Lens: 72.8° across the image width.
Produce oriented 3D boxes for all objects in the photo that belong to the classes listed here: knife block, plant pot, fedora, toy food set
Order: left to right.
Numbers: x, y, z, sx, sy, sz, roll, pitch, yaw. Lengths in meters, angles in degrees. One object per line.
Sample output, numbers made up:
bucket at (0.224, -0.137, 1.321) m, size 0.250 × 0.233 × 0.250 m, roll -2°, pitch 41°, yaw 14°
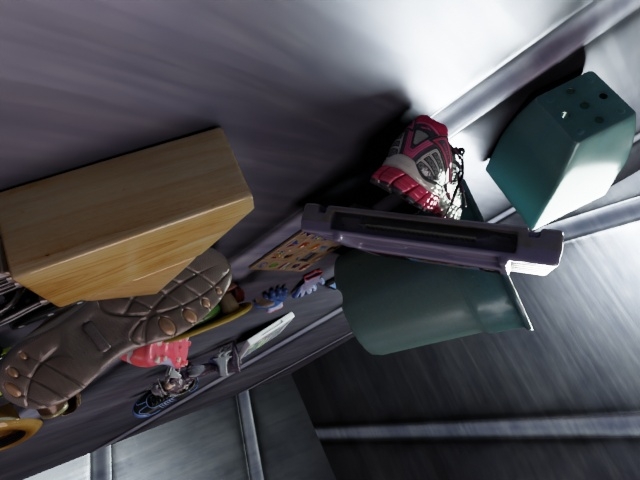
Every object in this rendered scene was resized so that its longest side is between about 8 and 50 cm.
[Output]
fedora at (-0.666, 0.370, 0.866) m, size 0.195 × 0.079 × 0.194 m, roll -22°, pitch 155°, yaw -11°
knife block at (-0.234, -0.007, 0.402) m, size 0.276 × 0.088 × 0.242 m, roll -36°, pitch 160°, yaw 28°
toy food set at (-0.211, 0.125, 0.853) m, size 0.218 × 0.071 × 0.128 m, roll -20°, pitch -175°, yaw -13°
plant pot at (0.232, 0.087, 0.969) m, size 0.334 × 0.340 × 0.341 m, roll -24°, pitch 164°, yaw 19°
plant pot at (0.427, -0.165, 0.773) m, size 0.166 × 0.165 × 0.234 m, roll -27°, pitch 155°, yaw 1°

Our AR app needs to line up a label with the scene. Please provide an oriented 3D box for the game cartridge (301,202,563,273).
game cartridge at (0.175, 0.005, 0.694) m, size 0.356 × 0.068 × 0.230 m, roll 8°, pitch 172°, yaw 25°

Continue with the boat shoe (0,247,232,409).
boat shoe at (-0.286, 0.101, 0.629) m, size 0.325 × 0.123 × 0.116 m, roll -28°, pitch -163°, yaw -22°

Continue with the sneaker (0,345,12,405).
sneaker at (-0.546, 0.201, 0.613) m, size 0.235 × 0.084 × 0.097 m, roll -17°, pitch 126°, yaw -16°

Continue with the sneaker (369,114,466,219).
sneaker at (0.182, -0.102, 0.683) m, size 0.111 × 0.121 × 0.299 m, roll -61°, pitch 160°, yaw 11°

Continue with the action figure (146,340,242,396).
action figure at (-0.386, 0.401, 1.323) m, size 0.285 × 0.099 × 0.185 m, roll -19°, pitch 168°, yaw -11°

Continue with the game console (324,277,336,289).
game console at (0.083, 0.135, 1.256) m, size 0.107 × 0.071 × 0.122 m, roll -29°, pitch 161°, yaw 7°

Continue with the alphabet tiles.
alphabet tiles at (0.000, 0.000, 0.873) m, size 0.237 × 0.009 × 0.198 m, roll -34°, pitch 160°, yaw 22°

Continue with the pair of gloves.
pair of gloves at (-0.077, 0.133, 1.113) m, size 0.198 × 0.023 × 0.159 m, roll -22°, pitch 160°, yaw -16°

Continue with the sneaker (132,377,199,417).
sneaker at (-0.528, 0.521, 1.481) m, size 0.232 × 0.081 × 0.090 m, roll -25°, pitch 160°, yaw -26°

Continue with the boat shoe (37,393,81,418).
boat shoe at (-0.504, 0.283, 0.820) m, size 0.095 × 0.095 × 0.257 m, roll -19°, pitch 161°, yaw -21°

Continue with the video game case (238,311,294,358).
video game case at (-0.180, 0.311, 1.408) m, size 0.173 × 0.022 × 0.190 m, roll -29°, pitch 166°, yaw -32°

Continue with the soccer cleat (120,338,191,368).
soccer cleat at (-0.362, 0.243, 0.966) m, size 0.095 × 0.082 × 0.248 m, roll 4°, pitch 166°, yaw 2°
